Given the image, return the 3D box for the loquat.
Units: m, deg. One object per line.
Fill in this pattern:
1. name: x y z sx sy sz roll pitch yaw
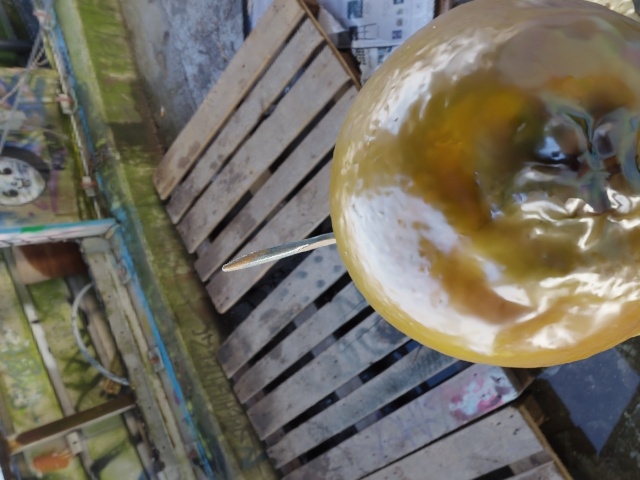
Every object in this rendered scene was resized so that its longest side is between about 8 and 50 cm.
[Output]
1. loquat: 0.166 -0.044 0.470 0.329 0.329 0.328 7 101 39

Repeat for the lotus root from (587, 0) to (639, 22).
1. lotus root: 0.558 -0.524 1.262 0.316 0.316 0.249 -39 57 37

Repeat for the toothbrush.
1. toothbrush: 0.000 0.000 0.984 0.028 0.376 0.037 81 172 -58
